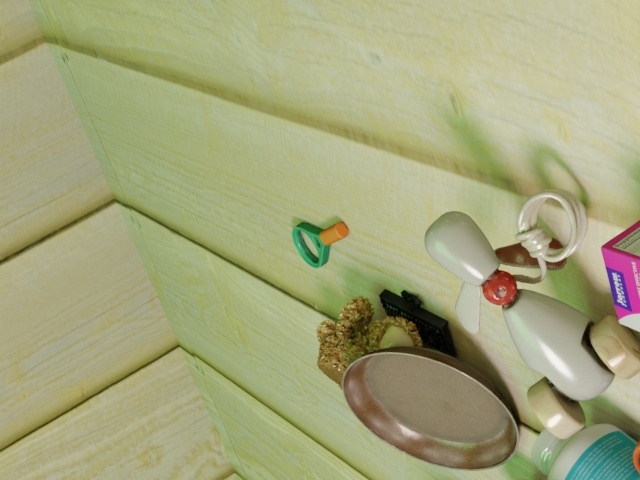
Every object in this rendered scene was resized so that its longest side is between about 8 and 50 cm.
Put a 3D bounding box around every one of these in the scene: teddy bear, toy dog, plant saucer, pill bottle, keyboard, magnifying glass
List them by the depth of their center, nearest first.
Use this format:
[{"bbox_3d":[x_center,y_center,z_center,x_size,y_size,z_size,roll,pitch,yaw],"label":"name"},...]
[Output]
[{"bbox_3d":[0.284,0.087,1.602,0.333,0.220,0.161,66,-164,-7],"label":"toy dog"},{"bbox_3d":[0.412,0.349,1.666,0.264,0.146,0.146,39,151,41],"label":"pill bottle"},{"bbox_3d":[0.187,0.273,2.035,0.311,0.050,0.310,18,141,15],"label":"plant saucer"},{"bbox_3d":[0.161,0.134,2.093,0.180,0.023,0.108,25,141,53],"label":"keyboard"},{"bbox_3d":[0.115,0.201,2.179,0.245,0.113,0.338,39,158,0],"label":"teddy bear"},{"bbox_3d":[0.000,0.000,2.262,0.092,0.026,0.231,60,157,-2],"label":"magnifying glass"}]

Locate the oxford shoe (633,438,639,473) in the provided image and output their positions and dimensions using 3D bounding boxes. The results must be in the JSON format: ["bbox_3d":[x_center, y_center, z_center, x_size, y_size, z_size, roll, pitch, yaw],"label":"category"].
[{"bbox_3d":[0.509,0.314,1.518,0.271,0.098,0.097,46,131,-6],"label":"oxford shoe"}]

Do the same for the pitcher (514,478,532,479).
[{"bbox_3d":[0.380,0.459,1.942,0.207,0.125,0.177,37,130,23],"label":"pitcher"}]

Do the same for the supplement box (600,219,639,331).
[{"bbox_3d":[0.423,0.051,1.305,0.220,0.114,0.111,26,142,56],"label":"supplement box"}]
